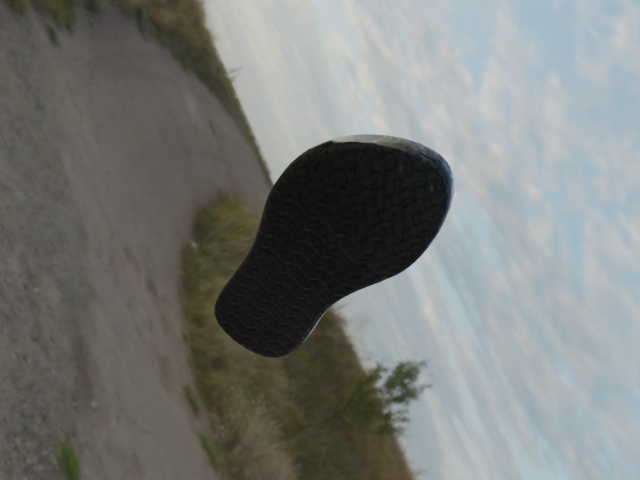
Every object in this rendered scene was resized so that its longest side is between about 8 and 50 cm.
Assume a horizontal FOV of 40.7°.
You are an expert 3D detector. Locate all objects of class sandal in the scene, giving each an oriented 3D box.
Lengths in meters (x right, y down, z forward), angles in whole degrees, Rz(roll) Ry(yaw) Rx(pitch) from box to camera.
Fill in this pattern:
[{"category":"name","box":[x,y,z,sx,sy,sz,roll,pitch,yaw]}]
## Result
[{"category":"sandal","box":[0.000,0.000,0.406,0.067,0.040,0.179,38,-40,-5]}]
